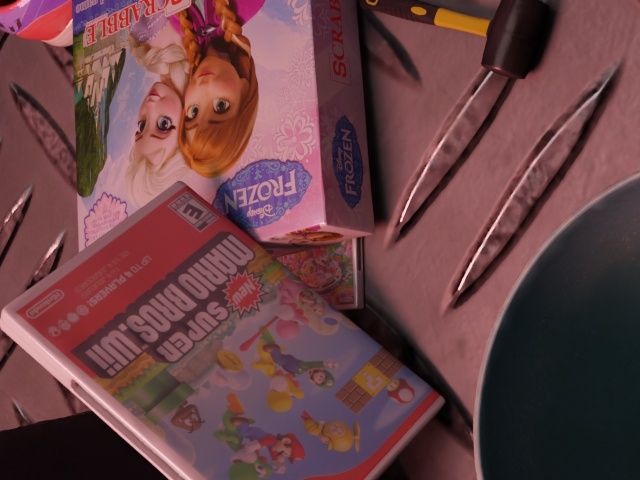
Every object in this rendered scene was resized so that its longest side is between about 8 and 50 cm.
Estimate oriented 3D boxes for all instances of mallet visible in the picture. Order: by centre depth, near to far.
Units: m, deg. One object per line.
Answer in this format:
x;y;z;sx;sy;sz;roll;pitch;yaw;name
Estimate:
0.097;-0.166;1.064;0.189;0.039;0.062;14;93;46;mallet

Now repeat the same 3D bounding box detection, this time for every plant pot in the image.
0.261;0.113;0.767;0.290;0.195;0.290;-12;69;35;plant pot

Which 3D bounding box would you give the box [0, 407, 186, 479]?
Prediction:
-0.178;0.356;1.055;0.293;0.212;0.395;64;148;29;box

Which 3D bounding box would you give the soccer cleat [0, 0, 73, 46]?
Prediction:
-0.240;-0.341;1.325;0.108;0.116;0.318;45;116;36;soccer cleat

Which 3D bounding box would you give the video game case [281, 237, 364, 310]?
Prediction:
0.000;0.000;1.152;0.087;0.011;0.122;-7;82;42;video game case

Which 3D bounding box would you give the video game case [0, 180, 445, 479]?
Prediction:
-0.071;0.093;1.026;0.285;0.204;0.025;39;140;12;video game case

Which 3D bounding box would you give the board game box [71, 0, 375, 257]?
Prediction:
-0.100;-0.131;1.208;0.318;0.066;0.318;-16;73;41;board game box
